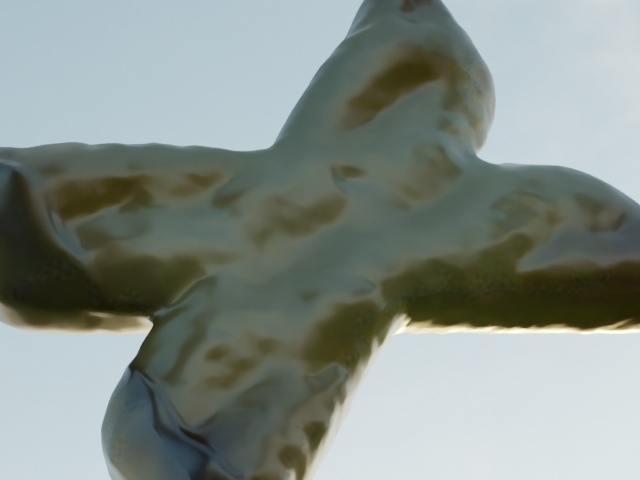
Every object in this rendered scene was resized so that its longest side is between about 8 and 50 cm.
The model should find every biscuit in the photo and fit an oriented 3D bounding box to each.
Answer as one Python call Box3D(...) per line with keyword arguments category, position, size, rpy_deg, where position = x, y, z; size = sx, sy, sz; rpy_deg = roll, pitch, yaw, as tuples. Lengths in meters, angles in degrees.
Box3D(category="biscuit", position=(0.001, 0.001, 0.485), size=(0.208, 0.164, 0.047), rpy_deg=(-25, -27, -32))
